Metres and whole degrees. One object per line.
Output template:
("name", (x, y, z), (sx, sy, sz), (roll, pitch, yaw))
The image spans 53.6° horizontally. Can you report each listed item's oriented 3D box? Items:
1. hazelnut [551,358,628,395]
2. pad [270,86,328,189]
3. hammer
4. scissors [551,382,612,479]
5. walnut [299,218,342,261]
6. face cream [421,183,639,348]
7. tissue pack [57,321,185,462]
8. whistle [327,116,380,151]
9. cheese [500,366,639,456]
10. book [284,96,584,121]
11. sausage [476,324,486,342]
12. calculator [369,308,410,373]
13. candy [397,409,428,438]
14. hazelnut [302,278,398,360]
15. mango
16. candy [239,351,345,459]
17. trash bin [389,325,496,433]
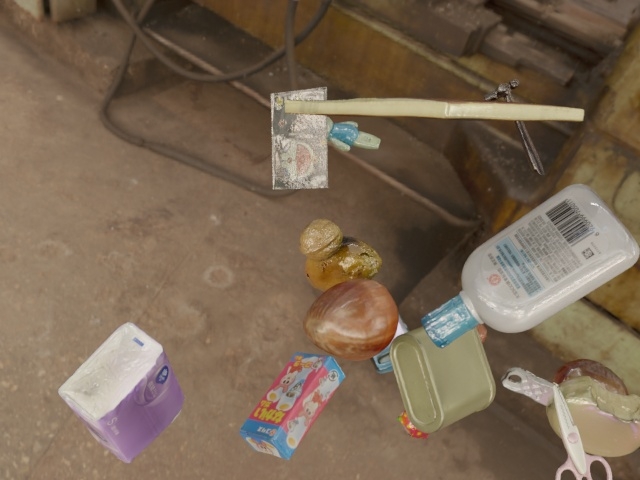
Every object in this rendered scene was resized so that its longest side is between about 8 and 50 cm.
("hazelnut", (0.820, 0.471, 1.952), (0.230, 0.229, 0.229), (10, 43, -9))
("pad", (-0.055, -0.248, 1.568), (0.170, 0.245, 0.006), (2, 5, 32))
("hammer", (0.351, -0.194, 1.120), (0.021, 0.065, 0.178), (-22, 89, -60))
("scissors", (0.376, 0.298, 0.948), (0.086, 0.022, 0.176), (-17, 90, -1))
("walnut", (0.000, 0.000, 1.570), (0.105, 0.105, 0.124), (30, 46, 12))
("face cream", (0.312, 0.059, 1.002), (0.080, 0.337, 0.163), (34, 24, -50))
("tissue pack", (-0.492, 0.404, 1.637), (0.160, 0.338, 0.242), (30, 60, 21))
("whistle", (0.054, -0.304, 1.799), (0.236, 0.077, 0.113), (15, 56, 7))
("cheese", (0.487, 0.318, 1.225), (0.287, 0.163, 0.082), (26, 35, -2))
("book", (0.151, -0.194, 0.947), (0.263, 0.028, 0.374), (-5, 13, -34))
("sausage", (0.400, 0.230, 1.719), (0.077, 0.077, 0.194), (16, 15, -3))
("calculator", (0.220, 0.327, 2.178), (0.173, 0.051, 0.293), (-24, 51, -2))
("candy", (0.404, 0.566, 2.086), (0.124, 0.365, 0.124), (19, 54, -28))
("hazelnut", (0.066, 0.178, 1.387), (0.214, 0.214, 0.176), (-16, 83, -32))
("mango", (0.061, 0.069, 1.693), (0.156, 0.249, 0.151), (5, 76, -40))
("candy", (-0.078, 0.465, 1.814), (0.157, 0.100, 0.306), (-4, 36, 45))
("trash bin", (0.290, 0.312, 1.505), (0.248, 0.121, 0.243), (-7, 78, -49))
